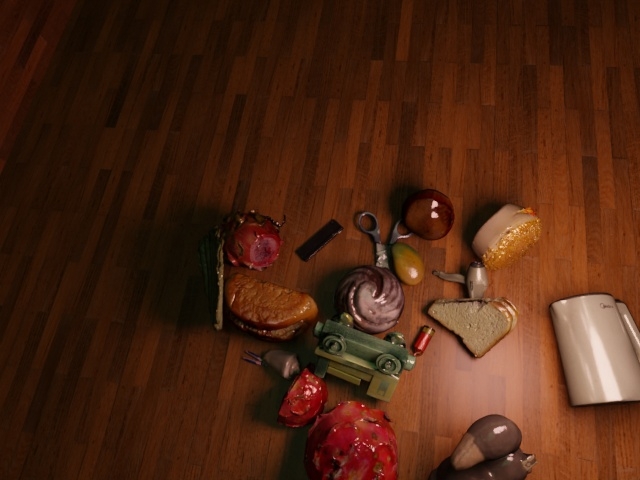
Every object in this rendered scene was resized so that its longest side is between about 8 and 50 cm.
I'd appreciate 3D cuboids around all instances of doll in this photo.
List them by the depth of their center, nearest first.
[{"bbox_3d":[0.502,0.756,1.517,0.382,0.252,0.379,-30,108,-12],"label":"doll"}]

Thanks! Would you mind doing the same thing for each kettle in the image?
[{"bbox_3d":[1.038,0.394,1.646,0.360,0.250,0.377,2,65,-14],"label":"kettle"}]

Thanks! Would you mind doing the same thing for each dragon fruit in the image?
[{"bbox_3d":[0.112,0.772,1.615,0.371,0.249,0.386,40,81,14],"label":"dragon fruit"},{"bbox_3d":[-0.057,0.607,1.754,0.189,0.163,0.262,30,74,-11],"label":"dragon fruit"},{"bbox_3d":[-0.315,-0.014,1.951,0.291,0.250,0.269,32,114,43],"label":"dragon fruit"}]

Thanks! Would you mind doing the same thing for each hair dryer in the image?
[{"bbox_3d":[0.582,0.206,1.838,0.224,0.088,0.219,-19,87,44],"label":"hair dryer"}]

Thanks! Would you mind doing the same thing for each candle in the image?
[{"bbox_3d":[0.406,0.404,1.808,0.052,0.052,0.131,27,76,17],"label":"candle"}]

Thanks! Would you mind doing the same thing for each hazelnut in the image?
[{"bbox_3d":[0.463,-0.114,1.924,0.229,0.229,0.230,-3,69,7],"label":"hazelnut"}]

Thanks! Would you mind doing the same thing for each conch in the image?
[{"bbox_3d":[-0.150,0.498,1.845,0.176,0.094,0.105,14,84,41],"label":"conch"}]

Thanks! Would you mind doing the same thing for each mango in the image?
[{"bbox_3d":[0.361,0.095,1.904,0.130,0.092,0.195,-31,74,-12],"label":"mango"}]

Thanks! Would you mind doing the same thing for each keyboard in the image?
[{"bbox_3d":[0.000,0.000,2.033,0.231,0.023,0.072,-41,63,-9],"label":"keyboard"}]

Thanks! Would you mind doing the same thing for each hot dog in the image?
[{"bbox_3d":[-0.225,0.293,1.864,0.404,0.185,0.223,16,71,14],"label":"hot dog"}]

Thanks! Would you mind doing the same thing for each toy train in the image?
[{"bbox_3d":[0.146,0.439,1.706,0.396,0.253,0.160,19,31,7],"label":"toy train"}]

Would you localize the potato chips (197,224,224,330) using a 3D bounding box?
[{"bbox_3d":[-0.446,0.155,1.877,0.070,0.358,0.430,-2,87,-24],"label":"potato chips"}]

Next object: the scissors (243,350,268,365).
[{"bbox_3d":[-0.266,0.494,1.885,0.113,0.012,0.039,19,73,14],"label":"scissors"}]

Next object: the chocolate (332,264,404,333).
[{"bbox_3d":[0.189,0.222,1.808,0.303,0.213,0.304,-2,76,7],"label":"chocolate"}]

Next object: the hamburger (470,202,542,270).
[{"bbox_3d":[0.745,-0.009,1.801,0.294,0.276,0.179,-41,59,-4],"label":"hamburger"}]

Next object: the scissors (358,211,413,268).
[{"bbox_3d":[0.268,0.063,1.967,0.255,0.029,0.384,9,74,5],"label":"scissors"}]

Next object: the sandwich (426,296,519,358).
[{"bbox_3d":[0.585,0.278,1.744,0.288,0.254,0.099,41,38,21],"label":"sandwich"}]
